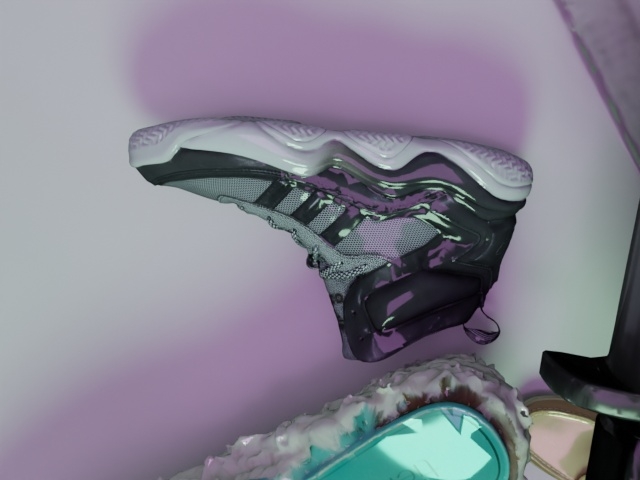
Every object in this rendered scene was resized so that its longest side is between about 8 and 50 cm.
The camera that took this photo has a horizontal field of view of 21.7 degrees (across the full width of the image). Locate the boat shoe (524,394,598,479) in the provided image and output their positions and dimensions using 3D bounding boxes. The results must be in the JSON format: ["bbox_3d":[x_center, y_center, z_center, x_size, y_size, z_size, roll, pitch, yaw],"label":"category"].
[{"bbox_3d":[0.208,0.155,1.122,0.170,0.059,0.063,23,98,2],"label":"boat shoe"}]

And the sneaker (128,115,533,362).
[{"bbox_3d":[0.000,0.000,1.101,0.268,0.101,0.153,6,94,2],"label":"sneaker"}]

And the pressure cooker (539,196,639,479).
[{"bbox_3d":[0.358,0.043,0.946,0.370,0.375,0.420,16,99,35],"label":"pressure cooker"}]

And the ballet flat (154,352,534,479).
[{"bbox_3d":[-0.040,0.193,1.114,0.409,0.147,0.147,-26,93,13],"label":"ballet flat"}]
